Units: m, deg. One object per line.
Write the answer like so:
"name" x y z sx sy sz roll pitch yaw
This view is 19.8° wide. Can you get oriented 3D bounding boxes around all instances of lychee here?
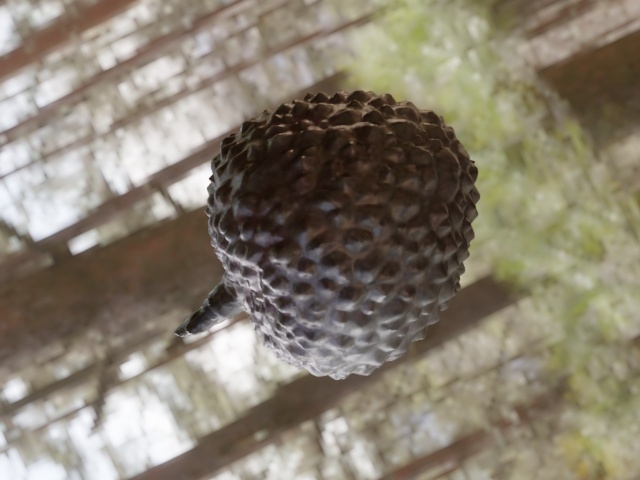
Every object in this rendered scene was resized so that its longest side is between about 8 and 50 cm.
"lychee" 0.000 0.000 1.043 0.165 0.197 0.165 59 176 8
